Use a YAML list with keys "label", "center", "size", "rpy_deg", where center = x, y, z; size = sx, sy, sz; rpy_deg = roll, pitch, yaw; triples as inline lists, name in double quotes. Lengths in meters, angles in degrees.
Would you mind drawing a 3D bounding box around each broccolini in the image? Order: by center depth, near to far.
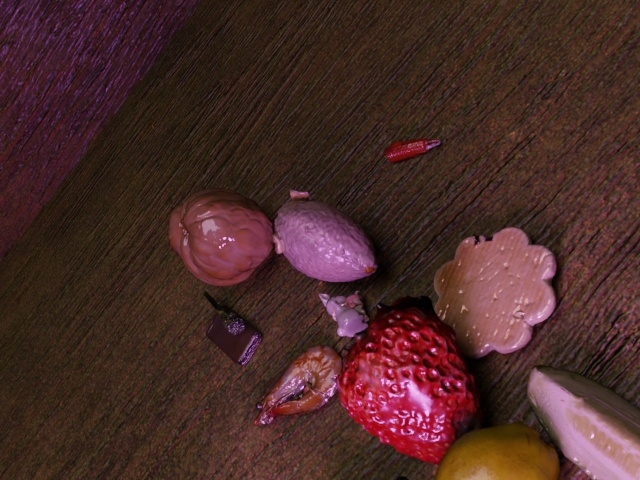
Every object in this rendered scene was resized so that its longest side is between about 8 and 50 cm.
- label: "broccolini"
  center: [-0.285, 0.201, 2.313]
  size: [0.239, 0.051, 0.054]
  rpy_deg: [33, 136, 50]

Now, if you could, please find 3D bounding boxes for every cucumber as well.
- label: "cucumber"
  center: [0.516, 0.346, 1.490]
  size: [0.325, 0.105, 0.145]
  rpy_deg: [37, 121, 47]

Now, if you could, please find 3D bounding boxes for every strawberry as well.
- label: "strawberry"
  center: [0.179, 0.302, 1.690]
  size: [0.292, 0.292, 0.310]
  rpy_deg: [-38, 42, 21]

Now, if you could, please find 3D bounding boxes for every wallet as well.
- label: "wallet"
  center: [-0.246, 0.265, 2.292]
  size: [0.198, 0.031, 0.110]
  rpy_deg: [31, 90, 48]

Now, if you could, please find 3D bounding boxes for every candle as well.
- label: "candle"
  center: [0.238, -0.241, 2.118]
  size: [0.162, 0.048, 0.053]
  rpy_deg: [-12, 89, 37]

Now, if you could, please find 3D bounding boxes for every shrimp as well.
- label: "shrimp"
  center: [-0.061, 0.379, 2.036]
  size: [0.294, 0.062, 0.154]
  rpy_deg: [-43, 51, 15]

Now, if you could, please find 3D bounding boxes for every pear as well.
- label: "pear"
  center: [0.321, 0.456, 1.527]
  size: [0.269, 0.212, 0.212]
  rpy_deg: [-40, 45, 6]

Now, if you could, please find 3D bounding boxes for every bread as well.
- label: "bread"
  center: [0.380, 0.112, 1.781]
  size: [0.316, 0.054, 0.316]
  rpy_deg: [-23, 52, 32]

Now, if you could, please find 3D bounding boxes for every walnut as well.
- label: "walnut"
  center: [-0.277, -0.013, 2.307]
  size: [0.296, 0.285, 0.285]
  rpy_deg: [-14, 57, 53]

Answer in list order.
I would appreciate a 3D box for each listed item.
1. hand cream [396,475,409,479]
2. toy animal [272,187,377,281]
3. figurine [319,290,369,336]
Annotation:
- label: "hand cream"
  center: [0.078, 0.634, 1.755]
  size: [0.336, 0.076, 0.121]
  rpy_deg: [-48, 45, 15]
- label: "toy animal"
  center: [0.004, 0.002, 2.064]
  size: [0.358, 0.226, 0.188]
  rpy_deg: [24, 85, 48]
- label: "figurine"
  center: [0.065, 0.173, 2.040]
  size: [0.098, 0.081, 0.146]
  rpy_deg: [-13, 38, -16]
